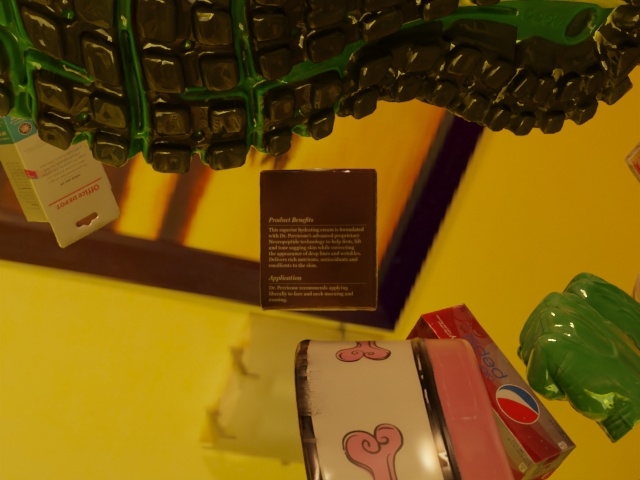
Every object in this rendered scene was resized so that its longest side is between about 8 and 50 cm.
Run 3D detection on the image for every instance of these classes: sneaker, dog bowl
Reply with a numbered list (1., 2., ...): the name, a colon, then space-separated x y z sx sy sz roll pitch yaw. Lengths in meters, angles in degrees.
1. sneaker: -0.012 -0.119 0.436 0.146 0.344 0.134 56 -45 37
2. dog bowl: 0.103 0.265 0.916 0.408 0.150 0.408 -15 90 -86

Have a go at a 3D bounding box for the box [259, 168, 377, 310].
1. box: 0.000 0.000 1.561 0.167 0.168 0.203 6 84 -87

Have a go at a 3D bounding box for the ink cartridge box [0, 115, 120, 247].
1. ink cartridge box: -0.340 -0.092 1.353 0.061 0.104 0.181 3 -62 47

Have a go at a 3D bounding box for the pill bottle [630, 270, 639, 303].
1. pill bottle: 0.540 0.104 1.637 0.221 0.121 0.121 61 29 -68

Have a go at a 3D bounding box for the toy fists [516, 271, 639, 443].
1. toy fists: 0.283 0.111 1.083 0.142 0.279 0.096 45 -65 14

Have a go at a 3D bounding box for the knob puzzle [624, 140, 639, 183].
1. knob puzzle: 0.532 -0.097 1.523 0.213 0.030 0.213 19 -67 54

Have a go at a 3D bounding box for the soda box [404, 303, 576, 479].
1. soda box: 0.225 0.215 1.461 0.263 0.092 0.083 54 -44 29
